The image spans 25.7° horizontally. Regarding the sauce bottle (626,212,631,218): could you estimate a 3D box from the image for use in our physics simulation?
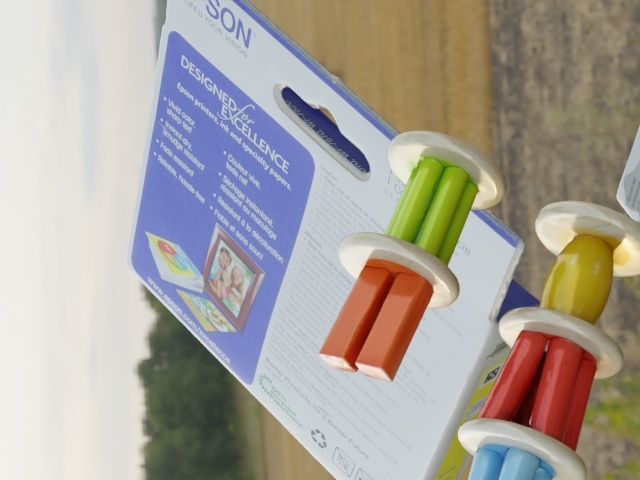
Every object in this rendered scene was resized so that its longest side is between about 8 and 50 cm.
[{"bbox_3d":[0.318,-0.024,1.157,0.042,0.128,0.042,-8,-90,-66],"label":"sauce bottle"}]

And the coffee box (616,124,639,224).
[{"bbox_3d":[0.311,0.019,0.722,0.118,0.168,0.297,97,152,-44],"label":"coffee box"}]

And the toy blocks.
[{"bbox_3d":[0.056,0.044,0.555,0.054,0.123,0.148,115,179,-67],"label":"toy blocks"}]

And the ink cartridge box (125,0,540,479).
[{"bbox_3d":[0.000,0.000,0.919,0.303,0.072,0.307,44,140,24],"label":"ink cartridge box"}]
